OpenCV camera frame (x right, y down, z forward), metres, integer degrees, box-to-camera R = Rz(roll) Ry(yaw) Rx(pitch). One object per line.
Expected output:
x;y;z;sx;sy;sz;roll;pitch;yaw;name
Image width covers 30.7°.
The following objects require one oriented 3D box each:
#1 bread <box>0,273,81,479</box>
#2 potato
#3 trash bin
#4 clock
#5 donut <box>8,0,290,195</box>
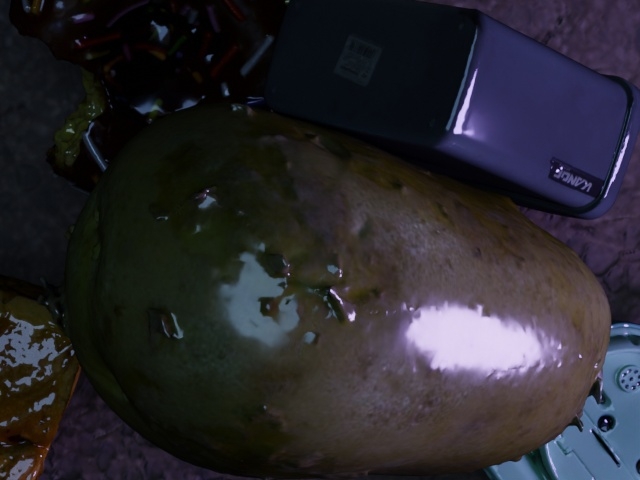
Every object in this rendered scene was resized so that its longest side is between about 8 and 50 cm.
-0.241;0.095;0.810;0.143;0.158;0.149;21;87;-12;bread
0.011;0.047;0.744;0.359;0.270;0.219;15;84;-35;potato
0.099;-0.088;0.777;0.177;0.236;0.101;20;94;41;trash bin
0.224;0.134;0.873;0.211;0.066;0.159;-39;94;-1;clock
-0.103;-0.124;0.801;0.216;0.096;0.230;0;112;-13;donut
